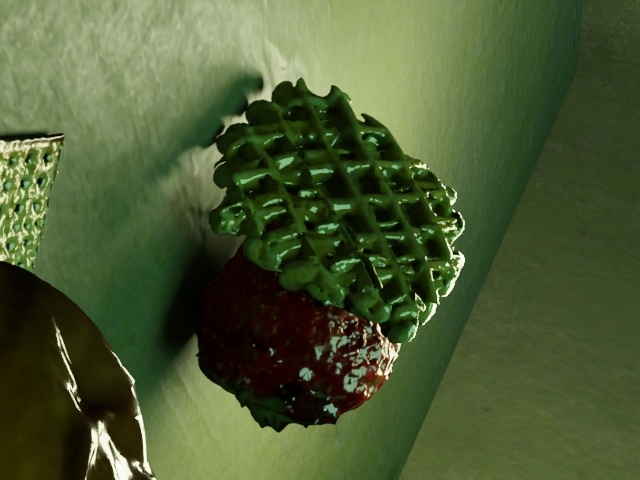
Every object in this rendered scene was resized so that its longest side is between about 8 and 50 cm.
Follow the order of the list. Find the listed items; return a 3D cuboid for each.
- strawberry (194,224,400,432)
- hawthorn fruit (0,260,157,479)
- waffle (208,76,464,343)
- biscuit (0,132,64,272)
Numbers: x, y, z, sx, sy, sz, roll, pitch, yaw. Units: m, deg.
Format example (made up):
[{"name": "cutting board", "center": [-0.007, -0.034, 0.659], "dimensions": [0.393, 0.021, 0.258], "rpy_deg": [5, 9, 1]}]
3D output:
[{"name": "strawberry", "center": [-0.014, 0.077, 1.594], "dimensions": [0.238, 0.250, 0.288], "rpy_deg": [41, 73, -28]}, {"name": "hawthorn fruit", "center": [-0.259, 0.189, 0.575], "dimensions": [0.472, 0.472, 0.472], "rpy_deg": [20, 90, -73]}, {"name": "waffle", "center": [0.028, -0.041, 1.505], "dimensions": [0.073, 0.317, 0.297], "rpy_deg": [-47, -167, 41]}, {"name": "biscuit", "center": [-0.272, 0.024, 1.107], "dimensions": [0.139, 0.016, 0.231], "rpy_deg": [-18, 125, -70]}]
